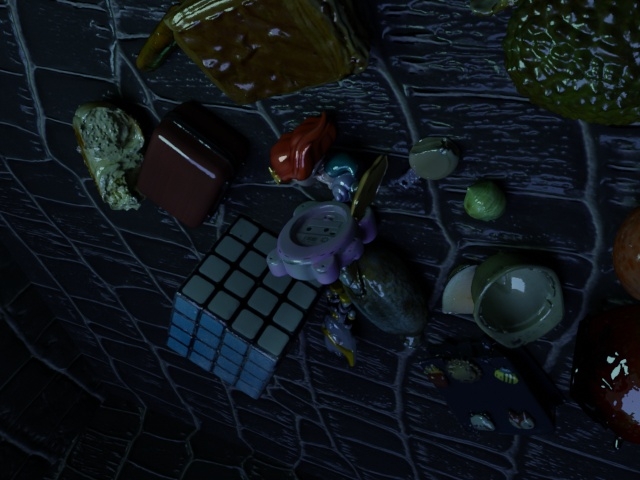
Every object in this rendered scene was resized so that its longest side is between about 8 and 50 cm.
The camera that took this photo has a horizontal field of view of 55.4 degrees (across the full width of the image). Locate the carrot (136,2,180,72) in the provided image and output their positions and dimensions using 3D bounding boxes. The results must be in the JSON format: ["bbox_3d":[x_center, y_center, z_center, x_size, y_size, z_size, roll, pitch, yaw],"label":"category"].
[{"bbox_3d":[-0.348,-0.460,1.387,0.070,0.070,0.260,47,143,-17],"label":"carrot"}]

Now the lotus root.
[{"bbox_3d":[0.181,0.141,1.597,0.175,0.175,0.349,-15,126,44],"label":"lotus root"}]

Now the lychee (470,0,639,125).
[{"bbox_3d":[0.386,-0.301,0.874,0.270,0.270,0.320,-37,67,51],"label":"lychee"}]

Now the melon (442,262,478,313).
[{"bbox_3d":[0.352,0.116,1.529,0.098,0.054,0.182,5,135,23],"label":"melon"}]

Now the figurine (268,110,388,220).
[{"bbox_3d":[0.007,-0.178,1.370,0.257,0.181,0.208,25,-178,13],"label":"figurine"}]

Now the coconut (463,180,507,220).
[{"bbox_3d":[0.345,-0.084,1.288,0.096,0.088,0.088,35,143,-12],"label":"coconut"}]

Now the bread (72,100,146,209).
[{"bbox_3d":[-0.577,-0.248,1.692,0.192,0.171,0.314,36,143,48],"label":"bread"}]

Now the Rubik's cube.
[{"bbox_3d":[-0.212,0.201,1.783,0.337,0.344,0.344,30,142,4],"label":"Rubik's cube"}]

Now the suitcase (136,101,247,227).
[{"bbox_3d":[-0.339,-0.191,1.593,0.236,0.161,0.297,36,143,-4],"label":"suitcase"}]

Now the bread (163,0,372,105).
[{"bbox_3d":[-0.092,-0.414,1.156,0.324,0.167,0.277,-11,145,28],"label":"bread"}]

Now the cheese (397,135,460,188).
[{"bbox_3d":[0.222,-0.166,1.312,0.171,0.047,0.092,-15,122,45],"label":"cheese"}]

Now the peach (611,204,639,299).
[{"bbox_3d":[0.649,0.008,1.104,0.232,0.232,0.232,20,141,17],"label":"peach"}]

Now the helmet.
[{"bbox_3d":[0.431,0.111,1.399,0.204,0.137,0.257,-31,126,8],"label":"helmet"}]

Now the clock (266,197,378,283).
[{"bbox_3d":[0.000,0.000,1.490,0.227,0.248,0.090,6,133,31],"label":"clock"}]

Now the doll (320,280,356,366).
[{"bbox_3d":[0.061,0.257,1.853,0.145,0.103,0.316,23,136,20],"label":"doll"}]

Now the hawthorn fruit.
[{"bbox_3d":[0.675,0.273,1.288,0.316,0.316,0.316,20,141,17],"label":"hawthorn fruit"}]

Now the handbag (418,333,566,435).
[{"bbox_3d":[0.471,0.409,1.711,0.303,0.122,0.329,-19,118,46],"label":"handbag"}]
